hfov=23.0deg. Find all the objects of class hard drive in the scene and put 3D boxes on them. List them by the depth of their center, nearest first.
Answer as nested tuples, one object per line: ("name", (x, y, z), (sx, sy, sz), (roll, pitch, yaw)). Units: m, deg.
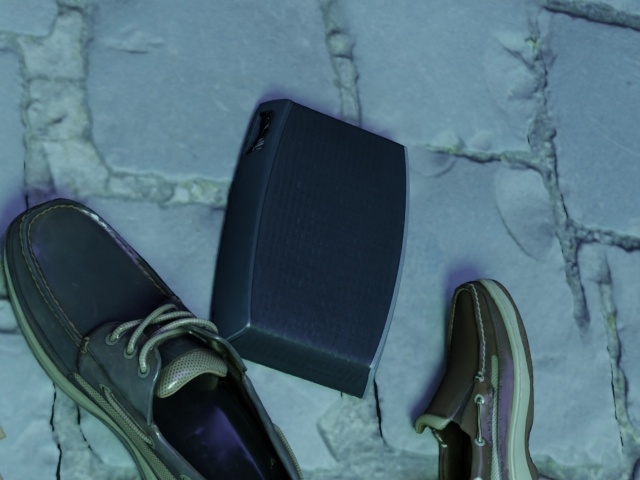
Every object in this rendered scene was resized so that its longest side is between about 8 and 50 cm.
("hard drive", (0.000, 0.000, 1.421), (0.172, 0.054, 0.254), (21, 60, -19))

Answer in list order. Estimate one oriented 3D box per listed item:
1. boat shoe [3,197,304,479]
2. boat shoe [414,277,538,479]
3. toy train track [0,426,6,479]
("boat shoe", (-0.118, 0.105, 1.263), (0.132, 0.130, 0.355), (-36, 88, -35))
("boat shoe", (0.134, 0.155, 1.402), (0.095, 0.095, 0.257), (3, 67, -21))
("toy train track", (-0.261, 0.176, 1.227), (0.048, 0.014, 0.083), (-25, 87, -41))
